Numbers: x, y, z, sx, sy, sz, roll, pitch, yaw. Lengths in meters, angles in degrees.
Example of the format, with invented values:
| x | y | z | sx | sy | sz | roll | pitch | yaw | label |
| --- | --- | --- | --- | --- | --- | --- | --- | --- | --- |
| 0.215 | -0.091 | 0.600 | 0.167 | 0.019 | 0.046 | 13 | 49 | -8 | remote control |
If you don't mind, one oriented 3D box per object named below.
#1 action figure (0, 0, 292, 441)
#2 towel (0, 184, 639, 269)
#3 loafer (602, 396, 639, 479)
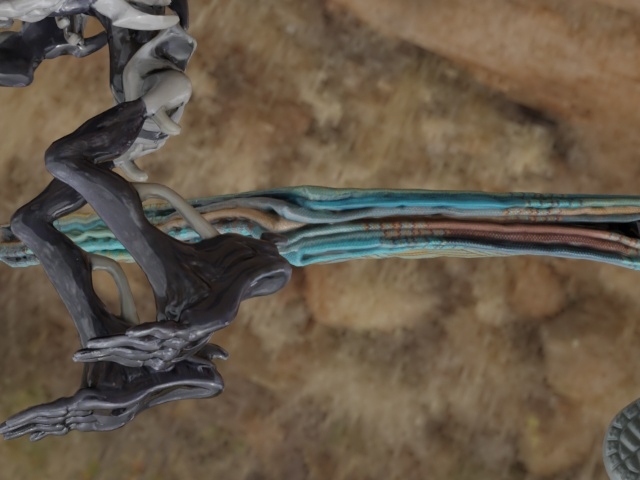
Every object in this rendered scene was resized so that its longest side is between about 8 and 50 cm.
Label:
| x | y | z | sx | sy | sz | roll | pitch | yaw | label |
| --- | --- | --- | --- | --- | --- | --- | --- | --- | --- |
| -0.106 | -0.073 | 0.678 | 0.141 | 0.276 | 0.164 | -4 | 158 | -31 | action figure |
| 0.000 | 0.000 | 1.028 | 0.271 | 0.040 | 0.370 | 1 | 177 | -32 | towel |
| 0.293 | 0.098 | 1.053 | 0.251 | 0.094 | 0.087 | -24 | 137 | 10 | loafer |
